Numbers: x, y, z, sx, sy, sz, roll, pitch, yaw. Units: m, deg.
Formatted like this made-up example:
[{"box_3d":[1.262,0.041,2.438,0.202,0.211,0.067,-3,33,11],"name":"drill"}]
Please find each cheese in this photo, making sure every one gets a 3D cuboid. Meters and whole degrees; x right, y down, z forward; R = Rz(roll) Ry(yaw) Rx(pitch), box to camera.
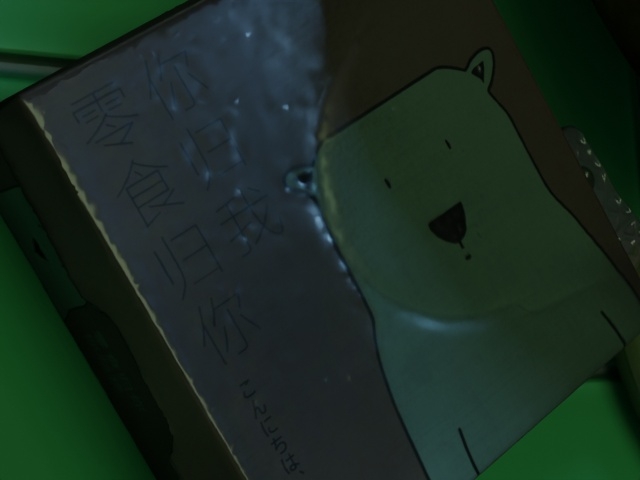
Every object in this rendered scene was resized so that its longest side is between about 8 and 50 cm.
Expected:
[{"box_3d":[0.163,0.028,0.684,0.097,0.037,0.192,-44,104,-31],"name":"cheese"}]

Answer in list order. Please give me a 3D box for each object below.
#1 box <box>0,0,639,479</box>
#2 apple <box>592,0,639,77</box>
[{"box_3d":[0.000,0.000,0.558,0.215,0.086,0.215,-35,100,-31],"name":"box"},{"box_3d":[0.295,-0.198,0.633,0.400,0.334,0.400,-5,101,-28],"name":"apple"}]
